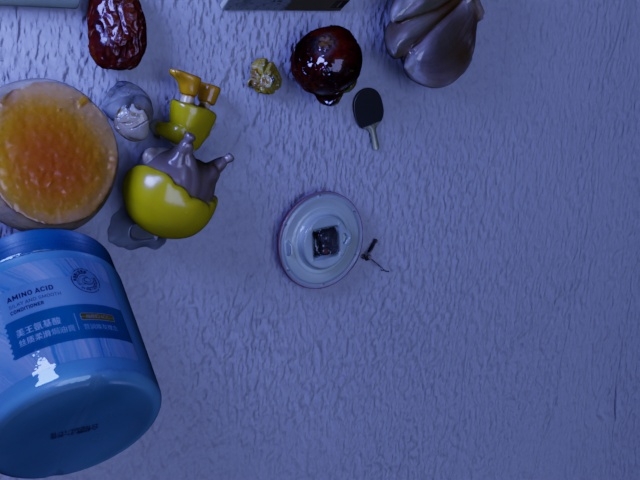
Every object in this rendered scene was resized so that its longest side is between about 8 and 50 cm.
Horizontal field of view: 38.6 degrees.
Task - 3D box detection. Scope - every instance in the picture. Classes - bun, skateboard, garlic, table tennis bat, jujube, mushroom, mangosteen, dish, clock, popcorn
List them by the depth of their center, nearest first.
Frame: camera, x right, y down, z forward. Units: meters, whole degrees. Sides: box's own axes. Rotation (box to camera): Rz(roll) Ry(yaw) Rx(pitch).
[{"bbox_3d":[-0.543,-0.158,1.739,0.299,0.165,0.298,3,85,-39],"label":"bun"},{"bbox_3d":[-0.372,-0.254,1.799,0.092,0.223,0.081,-1,114,-21],"label":"mushroom"},{"bbox_3d":[-0.402,-0.424,1.800,0.112,0.109,0.176,-24,117,-65],"label":"jujube"},{"bbox_3d":[-0.384,-0.017,1.958,0.137,0.039,0.091,20,90,-34],"label":"dish"},{"bbox_3d":[-0.119,-0.361,2.024,0.084,0.084,0.084,-9,107,-32],"label":"popcorn"},{"bbox_3d":[0.019,-0.393,2.072,0.166,0.166,0.180,-50,148,-13],"label":"mangosteen"},{"bbox_3d":[0.001,0.000,2.213,0.245,0.056,0.244,-9,107,-33],"label":"clock"},{"bbox_3d":[0.270,-0.506,2.216,0.325,0.132,0.279,-44,121,-20],"label":"garlic"},{"bbox_3d":[0.123,-0.298,2.244,0.087,0.013,0.156,-23,113,-28],"label":"table tennis bat"},{"bbox_3d":[0.150,0.043,2.343,0.083,0.032,0.063,43,67,-31],"label":"skateboard"}]

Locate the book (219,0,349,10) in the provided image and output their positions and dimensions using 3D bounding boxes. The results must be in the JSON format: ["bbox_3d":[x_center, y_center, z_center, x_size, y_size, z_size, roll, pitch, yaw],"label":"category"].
[{"bbox_3d":[-0.037,-0.559,1.960,0.311,0.217,0.021,-8,74,-32],"label":"book"}]

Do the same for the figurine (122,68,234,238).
[{"bbox_3d":[-0.296,-0.174,1.901,0.215,0.187,0.343,13,88,-50],"label":"figurine"}]

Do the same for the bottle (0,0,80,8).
[{"bbox_3d":[-0.556,-0.473,1.705,0.202,0.072,0.072,-6,106,-32],"label":"bottle"}]

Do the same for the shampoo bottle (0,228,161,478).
[{"bbox_3d":[-0.496,0.213,1.684,0.331,0.342,0.331,-19,145,-14],"label":"shampoo bottle"}]
